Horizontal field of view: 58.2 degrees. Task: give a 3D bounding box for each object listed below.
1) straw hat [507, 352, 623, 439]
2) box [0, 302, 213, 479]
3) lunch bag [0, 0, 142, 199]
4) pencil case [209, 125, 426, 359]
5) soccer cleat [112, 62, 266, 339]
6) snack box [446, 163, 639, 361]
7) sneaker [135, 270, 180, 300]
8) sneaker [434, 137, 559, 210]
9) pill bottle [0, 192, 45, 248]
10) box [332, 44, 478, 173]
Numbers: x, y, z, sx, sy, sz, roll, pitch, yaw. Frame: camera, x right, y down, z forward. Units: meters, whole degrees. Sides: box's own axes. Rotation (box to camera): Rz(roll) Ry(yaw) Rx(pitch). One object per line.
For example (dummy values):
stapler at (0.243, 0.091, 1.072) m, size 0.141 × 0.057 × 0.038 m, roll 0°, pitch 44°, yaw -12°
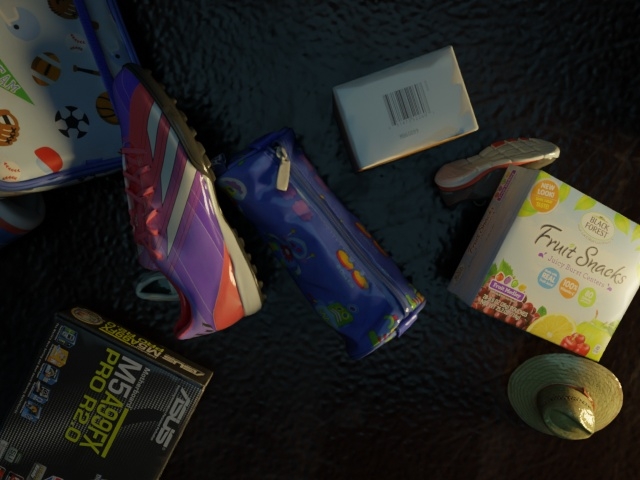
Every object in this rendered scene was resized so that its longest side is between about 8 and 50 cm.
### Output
straw hat at (0.310, 0.216, 0.726) m, size 0.144 × 0.061 × 0.145 m, roll 6°, pitch 117°, yaw 11°
box at (-0.301, 0.250, 0.770) m, size 0.216 × 0.060 × 0.270 m, roll 28°, pitch 97°, yaw -1°
lunch bag at (-0.323, -0.210, 0.651) m, size 0.243 × 0.115 × 0.304 m, roll -23°, pitch 99°, yaw -37°
pencil case at (0.000, 0.000, 0.700) m, size 0.119 × 0.133 × 0.306 m, roll -40°, pitch 95°, yaw -22°
soccer cleat at (-0.171, -0.035, 0.649) m, size 0.116 × 0.108 × 0.318 m, roll -28°, pitch 109°, yaw -17°
snack box at (0.285, 0.029, 0.699) m, size 0.207 × 0.070 × 0.175 m, roll 24°, pitch 96°, yaw -20°
sneaker at (-0.165, 0.054, 0.745) m, size 0.152 × 0.061 × 0.054 m, roll -14°, pitch 94°, yaw 2°
sneaker at (0.224, -0.081, 0.730) m, size 0.157 × 0.061 × 0.065 m, roll -17°, pitch 122°, yaw 4°
pill bottle at (-0.472, -0.017, 0.713) m, size 0.221 × 0.124 × 0.124 m, roll -30°, pitch 95°, yaw 6°
box at (0.087, -0.140, 0.660) m, size 0.130 × 0.170 × 0.091 m, roll -19°, pitch 94°, yaw 4°
